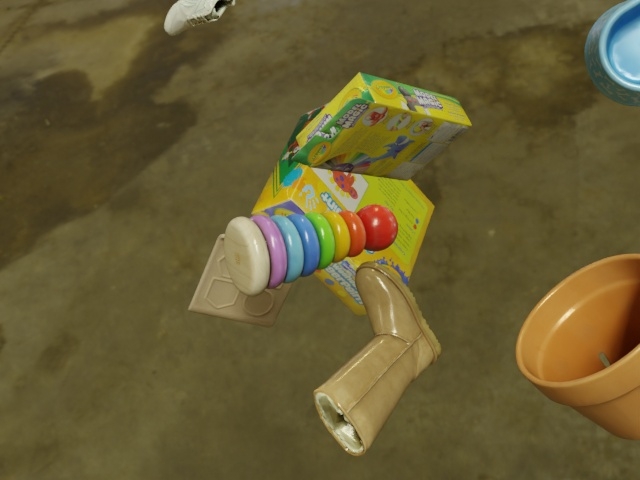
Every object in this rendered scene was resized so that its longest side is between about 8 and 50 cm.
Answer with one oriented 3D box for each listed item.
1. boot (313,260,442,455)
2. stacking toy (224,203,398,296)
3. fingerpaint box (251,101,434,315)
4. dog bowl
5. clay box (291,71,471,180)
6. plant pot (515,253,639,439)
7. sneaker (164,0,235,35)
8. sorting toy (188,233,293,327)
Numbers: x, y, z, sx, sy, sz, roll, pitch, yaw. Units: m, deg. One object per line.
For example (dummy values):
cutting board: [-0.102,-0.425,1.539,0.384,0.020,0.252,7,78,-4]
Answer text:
boot: [0.078,0.191,1.458,0.269,0.236,0.089,-39,2,-41]
stacking toy: [0.000,0.000,1.539,0.330,0.141,0.141,-12,34,-27]
fingerpaint box: [0.073,-0.081,2.269,0.163,0.445,0.371,-16,40,43]
dog bowl: [0.545,-0.325,1.278,0.297,0.166,0.074,-31,-4,12]
clay box: [0.071,-0.138,1.059,0.222,0.127,0.053,5,54,-45]
plant pot: [0.507,0.193,1.432,0.291,0.203,0.291,-38,19,16]
sneaker: [-0.227,-0.432,1.602,0.152,0.054,0.061,-37,65,2]
sorting toy: [-0.154,0.084,1.770,0.193,0.208,0.038,15,29,-24]
